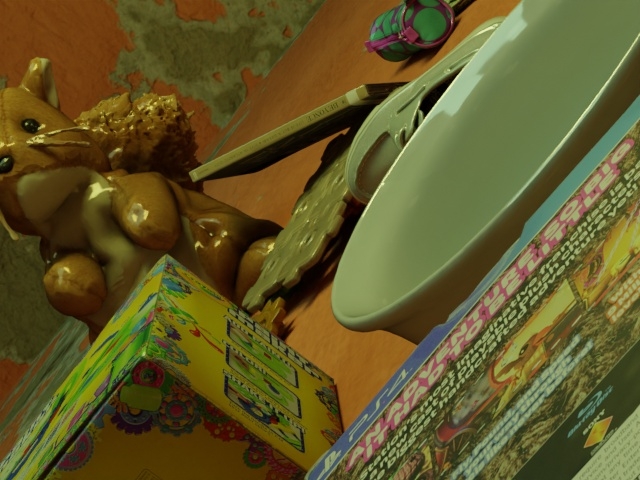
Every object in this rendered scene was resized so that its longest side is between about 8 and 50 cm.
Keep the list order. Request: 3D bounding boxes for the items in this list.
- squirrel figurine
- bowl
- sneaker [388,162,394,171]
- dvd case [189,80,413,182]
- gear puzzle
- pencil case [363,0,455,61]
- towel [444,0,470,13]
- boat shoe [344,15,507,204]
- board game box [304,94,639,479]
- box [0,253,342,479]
[{"bbox_3d":[-0.247,-0.030,1.958,0.281,0.370,0.397,-50,10,14],"label":"squirrel figurine"},{"bbox_3d":[0.146,-0.036,0.904,0.298,0.134,0.298,-49,11,13],"label":"bowl"},{"bbox_3d":[0.101,-0.030,1.339,0.071,0.066,0.188,-33,20,13],"label":"sneaker"},{"bbox_3d":[-0.014,-0.117,1.842,0.221,0.018,0.164,-25,-4,23],"label":"dvd case"},{"bbox_3d":[0.000,0.000,1.718,0.175,0.044,0.339,-35,23,54],"label":"gear puzzle"},{"bbox_3d":[0.104,-0.249,2.017,0.070,0.064,0.151,-30,5,-12],"label":"pencil case"},{"bbox_3d":[0.191,-0.328,2.010,0.148,0.027,0.110,-58,12,-28],"label":"towel"},{"bbox_3d":[0.098,-0.105,1.508,0.227,0.079,0.081,-44,9,26],"label":"boat shoe"},{"bbox_3d":[0.116,0.096,0.558,0.232,0.141,0.291,-50,10,14],"label":"board game box"},{"bbox_3d":[-0.138,0.199,1.243,0.290,0.177,0.279,-51,10,9],"label":"box"}]
